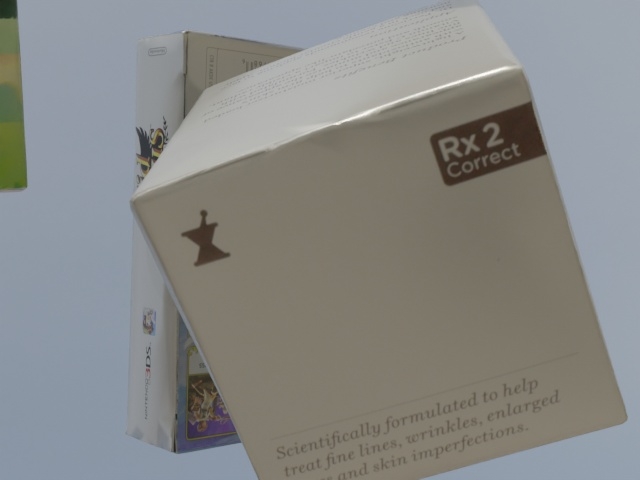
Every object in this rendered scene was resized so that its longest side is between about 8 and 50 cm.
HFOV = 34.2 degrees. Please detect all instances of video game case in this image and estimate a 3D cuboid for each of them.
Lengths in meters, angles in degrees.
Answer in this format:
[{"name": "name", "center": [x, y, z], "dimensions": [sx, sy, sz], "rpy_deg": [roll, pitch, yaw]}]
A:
[{"name": "video game case", "center": [0.000, 0.000, 0.698], "dimensions": [0.270, 0.061, 0.244], "rpy_deg": [0, -88, -42]}]

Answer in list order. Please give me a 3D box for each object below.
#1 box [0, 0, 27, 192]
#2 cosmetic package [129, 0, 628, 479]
[{"name": "box", "center": [-0.251, -0.171, 0.431], "dimensions": [0.232, 0.058, 0.321], "rpy_deg": [-6, -79, -28]}, {"name": "cosmetic package", "center": [0.029, -0.005, 0.467], "dimensions": [0.151, 0.183, 0.151], "rpy_deg": [-18, -71, 11]}]
